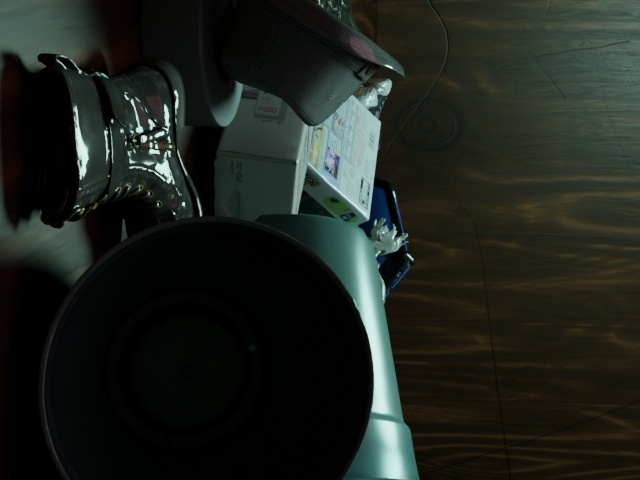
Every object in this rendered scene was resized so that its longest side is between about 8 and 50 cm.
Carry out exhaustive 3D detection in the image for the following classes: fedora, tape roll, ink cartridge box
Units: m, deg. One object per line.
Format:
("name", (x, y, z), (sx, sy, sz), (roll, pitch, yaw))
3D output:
("fedora", (-0.028, -0.220, 1.151), (0.124, 0.244, 0.275), (-59, 174, 8))
("tape roll", (-0.150, -0.250, 1.163), (0.219, 0.072, 0.219), (3, 90, -81))
("ink cartridge box", (-0.076, -0.148, 1.429), (0.207, 0.117, 0.283), (98, 1, -50))

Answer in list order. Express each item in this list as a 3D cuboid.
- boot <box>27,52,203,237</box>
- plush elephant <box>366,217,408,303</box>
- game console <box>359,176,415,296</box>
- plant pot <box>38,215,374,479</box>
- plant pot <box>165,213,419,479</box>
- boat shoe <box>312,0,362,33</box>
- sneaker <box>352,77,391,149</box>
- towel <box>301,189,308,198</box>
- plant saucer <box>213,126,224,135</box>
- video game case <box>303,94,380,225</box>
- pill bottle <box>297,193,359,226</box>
("boot", (-0.201, -0.054, 0.905), (0.229, 0.091, 0.263), (-48, 136, -68))
("plush elephant", (-0.020, 0.103, 1.634), (0.330, 0.272, 0.255), (-44, -173, -31))
("game console", (0.057, -0.001, 2.055), (0.250, 0.173, 0.293), (-50, -154, -7))
("plant pot", (-0.119, 0.130, 0.915), (0.196, 0.293, 0.293), (167, -74, -73))
("plant pot", (-0.048, 0.162, 1.194), (0.341, 0.341, 0.334), (66, 19, -70))
("boat shoe", (-0.004, -0.448, 1.906), (0.122, 0.120, 0.324), (-49, 132, -38))
("sneaker", (0.103, -0.294, 2.227), (0.268, 0.101, 0.153), (-51, 143, -66))
("towel", (-0.026, -0.107, 2.119), (0.144, 0.029, 0.197), (-65, 156, -69))
("plant saucer", (-0.143, -0.196, 1.403), (0.083, 0.015, 0.083), (2, 90, -81))
("video game case", (0.015, -0.200, 1.880), (0.244, 0.061, 0.269), (41, 43, -35))
("pill bottle", (0.000, 0.000, 1.933), (0.264, 0.146, 0.146), (-79, 167, -47))
